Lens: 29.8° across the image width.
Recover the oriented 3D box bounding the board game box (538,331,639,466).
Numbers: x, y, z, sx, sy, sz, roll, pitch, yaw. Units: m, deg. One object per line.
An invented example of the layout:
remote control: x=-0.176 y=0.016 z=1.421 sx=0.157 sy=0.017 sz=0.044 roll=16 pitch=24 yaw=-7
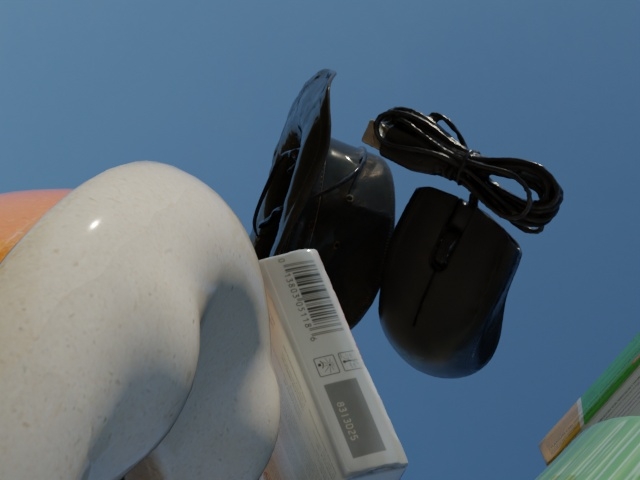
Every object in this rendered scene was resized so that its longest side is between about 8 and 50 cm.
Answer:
board game box: x=0.444 y=0.249 z=1.353 sx=0.316 sy=0.064 sz=0.242 roll=40 pitch=-82 yaw=-7

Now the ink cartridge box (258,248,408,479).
ink cartridge box: x=-0.010 y=0.115 z=0.709 sx=0.179 sy=0.045 sz=0.145 roll=103 pitch=-31 yaw=-52

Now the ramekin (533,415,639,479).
ramekin: x=0.293 y=0.292 z=1.012 sx=0.303 sy=0.148 sz=0.303 roll=31 pitch=-36 yaw=26

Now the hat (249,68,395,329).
hat: x=0.000 y=0.000 z=1.203 sx=0.331 sy=0.134 sz=0.331 roll=-160 pitch=-90 yaw=-78

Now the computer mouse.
computer mouse: x=0.104 y=0.027 z=1.086 sx=0.188 sy=0.072 sz=0.272 roll=28 pitch=-46 yaw=27

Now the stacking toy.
stacking toy: x=-0.284 y=0.102 z=0.529 sx=0.480 sy=0.350 sz=0.351 roll=12 pitch=-79 yaw=12
